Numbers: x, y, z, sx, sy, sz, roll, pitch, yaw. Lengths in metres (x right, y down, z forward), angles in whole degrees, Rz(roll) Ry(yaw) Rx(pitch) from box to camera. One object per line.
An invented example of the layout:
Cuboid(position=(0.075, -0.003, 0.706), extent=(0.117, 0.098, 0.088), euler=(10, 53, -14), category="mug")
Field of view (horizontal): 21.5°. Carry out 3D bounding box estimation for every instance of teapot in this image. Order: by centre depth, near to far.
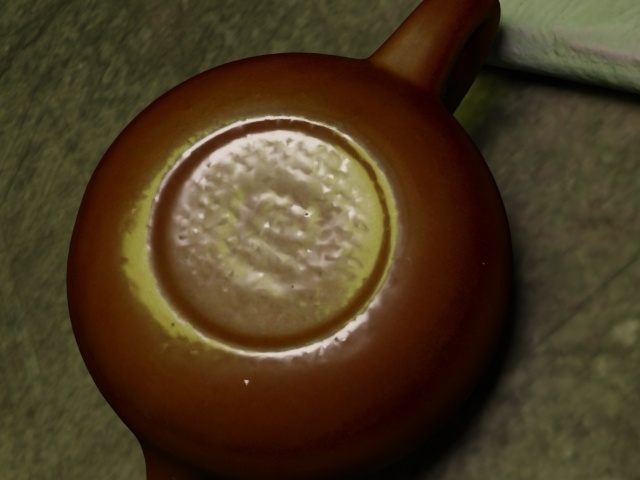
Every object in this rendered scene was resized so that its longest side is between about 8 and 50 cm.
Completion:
Cuboid(position=(0.000, 0.000, 0.694), extent=(0.178, 0.135, 0.252), euler=(31, 76, 13), category="teapot")

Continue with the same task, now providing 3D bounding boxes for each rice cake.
Cuboid(position=(0.135, -0.096, 0.696), extent=(0.221, 0.042, 0.080), euler=(18, 79, 49), category="rice cake")
